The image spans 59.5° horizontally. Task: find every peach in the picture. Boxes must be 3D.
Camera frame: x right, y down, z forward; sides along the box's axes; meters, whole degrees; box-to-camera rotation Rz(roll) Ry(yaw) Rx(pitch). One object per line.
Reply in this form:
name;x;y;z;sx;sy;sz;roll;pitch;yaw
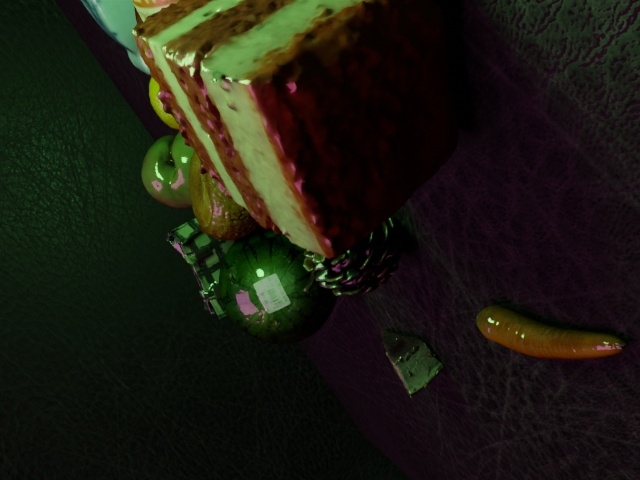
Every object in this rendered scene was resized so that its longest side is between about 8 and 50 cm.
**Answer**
peach;-0.389;-0.216;1.714;0.292;0.292;0.247;106;142;-72

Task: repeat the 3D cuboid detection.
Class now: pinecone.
pinecone;0.052;0.017;1.054;0.205;0.184;0.179;7;-160;-47

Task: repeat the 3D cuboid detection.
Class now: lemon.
lemon;-0.341;-0.368;1.427;0.178;0.178;0.203;48;171;19

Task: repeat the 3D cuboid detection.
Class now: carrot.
carrot;0.326;0.142;0.813;0.062;0.066;0.271;11;-179;-26

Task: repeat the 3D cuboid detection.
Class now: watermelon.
watermelon;-0.116;0.120;1.560;0.363;0.363;0.363;48;165;18

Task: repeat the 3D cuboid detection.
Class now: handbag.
handbag;-0.262;0.036;1.741;0.163;0.327;0.325;6;125;53

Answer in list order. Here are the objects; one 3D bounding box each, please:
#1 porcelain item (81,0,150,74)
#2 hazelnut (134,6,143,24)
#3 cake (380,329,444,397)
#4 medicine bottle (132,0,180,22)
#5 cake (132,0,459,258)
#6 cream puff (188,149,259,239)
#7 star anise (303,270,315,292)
porcelain item;-0.460;-0.591;1.261;0.242;0.178;0.405;37;158;48
hazelnut;-0.261;-0.447;1.085;0.202;0.160;0.170;14;174;3
cake;0.225;0.298;1.454;0.115;0.113;0.295;60;177;-5
medicine bottle;-0.177;-0.388;0.804;0.211;0.211;0.371;38;160;45
cake;-0.018;-0.177;0.688;0.319;0.270;0.269;37;159;45
cream puff;-0.225;-0.145;1.471;0.303;0.212;0.302;175;90;-68
star anise;0.001;0.000;1.201;0.234;0.073;0.177;-22;-85;-62
